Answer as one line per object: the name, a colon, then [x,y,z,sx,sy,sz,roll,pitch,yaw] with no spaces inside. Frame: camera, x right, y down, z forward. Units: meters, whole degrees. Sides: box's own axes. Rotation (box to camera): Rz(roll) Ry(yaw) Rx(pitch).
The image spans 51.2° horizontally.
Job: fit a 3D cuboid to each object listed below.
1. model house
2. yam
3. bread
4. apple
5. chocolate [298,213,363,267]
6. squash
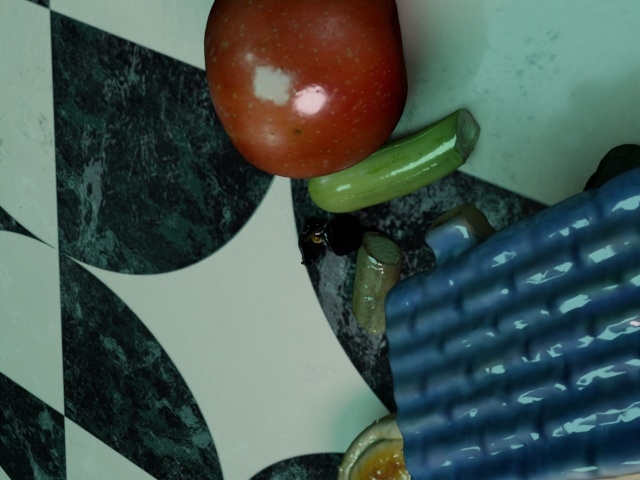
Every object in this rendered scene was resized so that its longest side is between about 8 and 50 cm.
model house: [0.319,0.073,0.580,0.395,0.445,0.399,-34,92,40]
yam: [0.080,0.062,0.973,0.070,0.070,0.146,19,123,24]
bread: [0.165,0.392,1.000,0.306,0.159,0.305,4,97,35]
apple: [-0.010,-0.197,0.783,0.217,0.260,0.260,-8,110,11]
chocolate: [0.001,-0.003,0.975,0.147,0.070,0.072,-12,62,58]
squash: [0.087,-0.096,0.881,0.250,0.083,0.083,-17,103,35]
